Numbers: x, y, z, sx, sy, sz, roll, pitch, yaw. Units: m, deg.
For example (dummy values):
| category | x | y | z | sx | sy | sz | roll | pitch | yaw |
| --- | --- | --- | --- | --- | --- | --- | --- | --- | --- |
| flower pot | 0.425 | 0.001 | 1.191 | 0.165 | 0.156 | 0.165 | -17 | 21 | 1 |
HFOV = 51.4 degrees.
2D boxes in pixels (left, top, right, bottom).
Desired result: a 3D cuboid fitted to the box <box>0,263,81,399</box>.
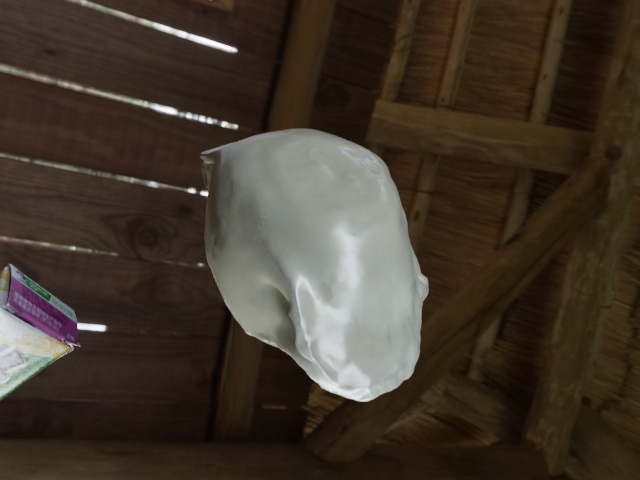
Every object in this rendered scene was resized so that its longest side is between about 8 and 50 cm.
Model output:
| category | x | y | z | sx | sy | sz | roll | pitch | yaw |
| --- | --- | --- | --- | --- | --- | --- | --- | --- | --- |
| box | -0.224 | 0.091 | 0.350 | 0.207 | 0.050 | 0.041 | -36 | -141 | 6 |

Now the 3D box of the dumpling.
| category | x | y | z | sx | sy | sz | roll | pitch | yaw |
| --- | --- | --- | --- | --- | --- | --- | --- | --- | --- |
| dumpling | 0.000 | 0.000 | 0.464 | 0.250 | 0.162 | 0.132 | 63 | -35 | 38 |
